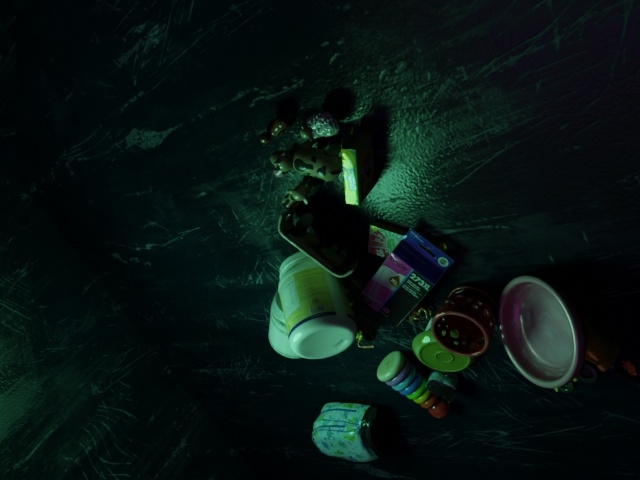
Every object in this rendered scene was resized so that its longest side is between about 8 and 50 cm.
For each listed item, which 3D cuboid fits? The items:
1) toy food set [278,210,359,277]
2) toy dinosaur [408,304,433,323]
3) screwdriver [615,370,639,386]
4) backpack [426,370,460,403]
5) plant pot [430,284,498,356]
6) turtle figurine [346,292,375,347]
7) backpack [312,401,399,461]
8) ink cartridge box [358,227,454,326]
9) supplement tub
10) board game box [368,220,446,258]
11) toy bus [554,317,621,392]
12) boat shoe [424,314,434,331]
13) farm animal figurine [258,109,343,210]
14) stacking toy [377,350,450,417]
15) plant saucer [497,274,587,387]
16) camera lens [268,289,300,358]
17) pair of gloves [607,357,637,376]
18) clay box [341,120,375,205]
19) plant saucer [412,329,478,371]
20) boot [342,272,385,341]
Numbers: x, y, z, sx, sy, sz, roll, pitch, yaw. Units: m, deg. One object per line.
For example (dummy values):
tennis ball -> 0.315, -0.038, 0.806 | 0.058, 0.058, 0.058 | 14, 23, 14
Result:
toy food set -> 0.000, 0.000, 1.864 | 0.306, 0.220, 0.092 | 37, 101, 1
toy dinosaur -> 0.337, 0.237, 1.923 | 0.112, 0.064, 0.211 | 12, 130, 28
screwdriver -> 0.991, 0.449, 1.681 | 0.170, 0.025, 0.024 | 27, 139, -6
backpack -> 0.471, 0.552, 2.079 | 0.114, 0.084, 0.105 | 23, 135, 10
plant pot -> 0.476, 0.250, 1.754 | 0.191, 0.174, 0.191 | 20, 136, 21
turtle figurine -> 0.123, 0.304, 2.097 | 0.269, 0.087, 0.217 | 19, 135, 63
backpack -> 0.134, 0.875, 2.492 | 0.355, 0.273, 0.290 | 9, 137, 44
ink cartridge box -> 0.279, 0.134, 1.824 | 0.175, 0.069, 0.371 | 38, 135, 8
supplement tub -> -0.019, 0.223, 1.921 | 0.241, 0.331, 0.241 | -10, 141, -8
board game box -> 0.286, 0.026, 1.804 | 0.259, 0.039, 0.124 | 17, 134, 19
toy bus -> 0.761, 0.335, 1.668 | 0.211, 0.149, 0.220 | 47, 141, 12
boat shoe -> 0.403, 0.331, 1.968 | 0.040, 0.049, 0.142 | 24, 133, 15
farm animal figurine -> -0.062, -0.237, 1.717 | 0.326, 0.172, 0.330 | 3, 126, 33
stacking toy -> 0.385, 0.589, 2.144 | 0.330, 0.141, 0.141 | 42, 137, -8
plant saucer -> 0.662, 0.262, 1.599 | 0.332, 0.084, 0.332 | 172, 90, -71
camera lens -> -0.095, 0.323, 2.176 | 0.219, 0.219, 0.274 | 24, 136, 15
pair of gloves -> 0.934, 0.397, 1.685 | 0.083, 0.010, 0.074 | -16, 115, 43
clay box -> 0.116, -0.232, 1.632 | 0.053, 0.127, 0.222 | 14, 132, 24
plant saucer -> 0.452, 0.412, 1.969 | 0.241, 0.037, 0.241 | 11, 136, 11
boot -> 0.145, 0.243, 1.986 | 0.246, 0.161, 0.083 | 47, 136, -9
